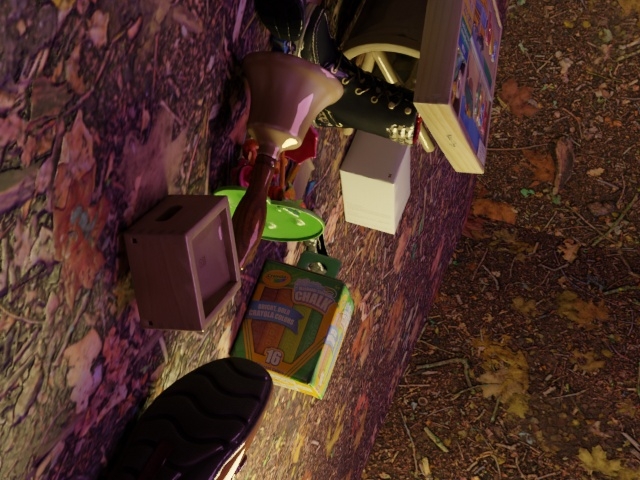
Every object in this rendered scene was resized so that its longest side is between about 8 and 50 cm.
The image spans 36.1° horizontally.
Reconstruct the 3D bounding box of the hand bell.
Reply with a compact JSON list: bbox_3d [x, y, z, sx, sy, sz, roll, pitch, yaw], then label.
[{"bbox_3d":[-0.065,-0.082,1.133,0.126,0.126,0.242,58,46,-71],"label":"hand bell"}]

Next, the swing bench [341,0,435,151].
[{"bbox_3d":[0.138,-0.330,1.612,0.254,0.165,0.253,75,34,-55],"label":"swing bench"}]

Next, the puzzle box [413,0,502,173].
[{"bbox_3d":[0.218,-0.278,1.491,0.409,0.052,0.272,29,68,-72],"label":"puzzle box"}]

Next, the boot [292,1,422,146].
[{"bbox_3d":[0.056,-0.224,1.358,0.236,0.179,0.085,83,27,-59],"label":"boot"}]

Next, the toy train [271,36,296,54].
[{"bbox_3d":[-0.048,-0.218,1.288,0.036,0.027,0.158,-52,157,-31],"label":"toy train"}]

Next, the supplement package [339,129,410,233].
[{"bbox_3d":[0.105,-0.110,1.835,0.179,0.105,0.105,82,28,-60],"label":"supplement package"}]

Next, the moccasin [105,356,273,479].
[{"bbox_3d":[-0.170,0.299,1.154,0.147,0.139,0.380,89,22,-52],"label":"moccasin"}]

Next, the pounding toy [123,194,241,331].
[{"bbox_3d":[-0.150,0.024,1.055,0.141,0.100,0.130,-54,142,-60],"label":"pounding toy"}]

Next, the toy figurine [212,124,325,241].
[{"bbox_3d":[-0.062,-0.102,1.257,0.173,0.130,0.159,33,58,-50],"label":"toy figurine"}]

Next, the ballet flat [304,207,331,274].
[{"bbox_3d":[0.000,0.000,1.662,0.173,0.049,0.057,83,26,-57],"label":"ballet flat"}]

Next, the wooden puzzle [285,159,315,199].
[{"bbox_3d":[-0.033,-0.093,1.511,0.116,0.014,0.078,73,40,-65],"label":"wooden puzzle"}]

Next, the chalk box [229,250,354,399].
[{"bbox_3d":[-0.031,0.115,1.504,0.132,0.132,0.213,66,41,-69],"label":"chalk box"}]

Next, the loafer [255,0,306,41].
[{"bbox_3d":[-0.042,-0.304,1.146,0.170,0.062,0.061,84,21,-59],"label":"loafer"}]
